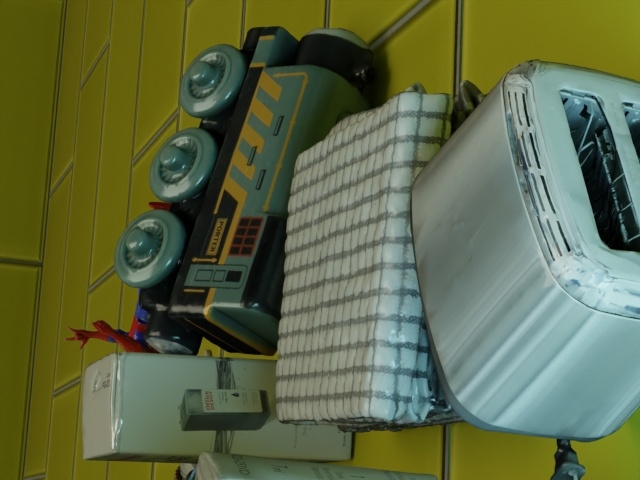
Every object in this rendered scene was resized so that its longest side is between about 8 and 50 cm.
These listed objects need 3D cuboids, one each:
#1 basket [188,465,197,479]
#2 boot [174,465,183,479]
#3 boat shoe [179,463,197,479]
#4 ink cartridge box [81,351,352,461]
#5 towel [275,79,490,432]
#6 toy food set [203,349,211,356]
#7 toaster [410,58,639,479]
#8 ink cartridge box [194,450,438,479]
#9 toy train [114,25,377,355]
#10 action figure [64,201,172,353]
[{"bbox_3d":[-0.012,0.310,0.967,0.289,0.201,0.254,18,102,40],"label":"basket"},{"bbox_3d":[-0.144,0.331,1.645,0.158,0.059,0.084,-108,26,-69],"label":"boot"},{"bbox_3d":[-0.084,0.269,1.400,0.320,0.118,0.103,-169,80,-76],"label":"boat shoe"},{"bbox_3d":[-0.097,0.156,1.298,0.158,0.218,0.092,151,124,-68],"label":"ink cartridge box"},{"bbox_3d":[0.059,0.023,1.050,0.284,0.121,0.235,154,123,-70],"label":"towel"},{"bbox_3d":[-0.149,0.204,1.674,0.218,0.071,0.128,-155,73,-71],"label":"toy food set"},{"bbox_3d":[0.136,0.008,0.799,0.146,0.129,0.227,121,151,-47],"label":"toaster"},{"bbox_3d":[0.041,0.278,0.787,0.066,0.261,0.296,-138,57,-77],"label":"ink cartridge box"},{"bbox_3d":[-0.055,-0.047,1.299,0.190,0.142,0.334,2,65,38],"label":"toy train"},{"bbox_3d":[-0.278,0.085,2.016,0.091,0.139,0.280,-122,40,-64],"label":"action figure"}]
